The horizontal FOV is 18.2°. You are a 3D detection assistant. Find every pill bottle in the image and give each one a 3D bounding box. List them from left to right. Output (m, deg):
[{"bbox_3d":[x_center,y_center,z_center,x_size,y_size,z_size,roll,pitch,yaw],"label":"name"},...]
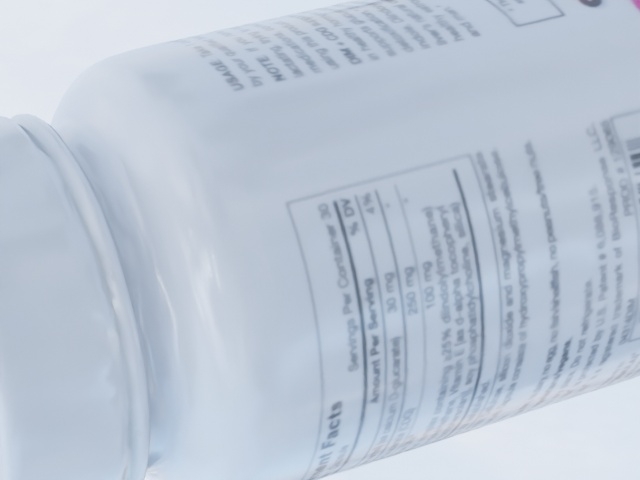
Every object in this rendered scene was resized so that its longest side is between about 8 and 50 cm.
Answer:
[{"bbox_3d":[0.000,0.000,0.700,0.283,0.160,0.160,-15,173,-24],"label":"pill bottle"}]
